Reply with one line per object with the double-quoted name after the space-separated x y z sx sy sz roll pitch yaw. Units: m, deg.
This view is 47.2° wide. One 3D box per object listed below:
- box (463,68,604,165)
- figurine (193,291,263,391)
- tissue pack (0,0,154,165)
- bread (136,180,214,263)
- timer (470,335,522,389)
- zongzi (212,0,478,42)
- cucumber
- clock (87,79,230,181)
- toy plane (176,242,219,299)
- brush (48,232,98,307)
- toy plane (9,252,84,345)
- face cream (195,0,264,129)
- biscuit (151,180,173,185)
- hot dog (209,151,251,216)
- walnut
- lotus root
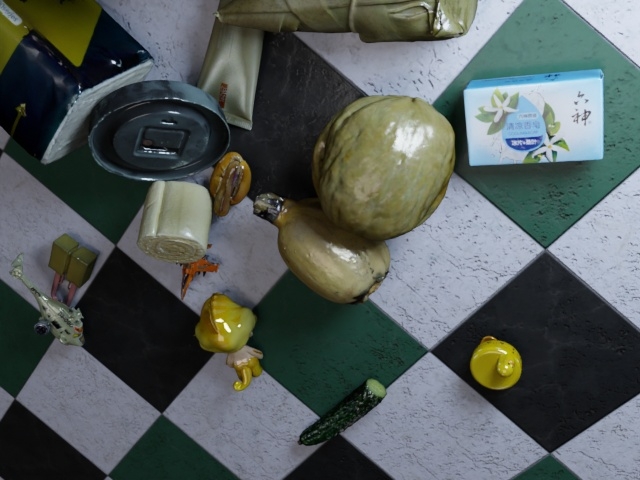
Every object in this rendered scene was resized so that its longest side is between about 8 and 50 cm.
0.376 -0.215 1.295 0.232 0.083 0.142 0 114 22 "box"
-0.210 0.233 1.718 0.156 0.131 0.246 -21 120 8 "figurine"
-0.591 -0.396 1.467 0.416 0.264 0.253 43 126 -2 "tissue pack"
-0.311 -0.039 1.585 0.148 0.141 0.134 11 151 -11 "bread"
0.362 0.262 1.515 0.107 0.109 0.107 9 117 17 "timer"
0.029 -0.565 1.152 0.467 0.218 0.500 5 120 9 "zongzi"
0.043 0.424 1.743 0.067 0.067 0.293 43 122 -3 "cucumber"
-0.323 -0.215 1.473 0.281 0.281 0.055 -30 58 30 "clock"
-0.301 0.062 1.705 0.135 0.062 0.188 25 134 8 "toy plane"
-0.638 0.092 1.852 0.103 0.047 0.233 34 132 2 "brush"
-0.690 0.162 1.855 0.108 0.092 0.286 -27 114 20 "toy plane"
-0.165 -0.381 1.426 0.137 0.084 0.341 18 126 -2 "face cream"
-0.346 -0.099 1.661 0.078 0.015 0.091 -10 111 25 "biscuit"
-0.198 -0.119 1.571 0.090 0.060 0.140 37 125 6 "hot dog"
0.113 -0.137 1.350 0.283 0.227 0.283 3 109 7 "walnut"
0.000 0.000 1.483 0.310 0.183 0.183 38 122 0 "lotus root"
